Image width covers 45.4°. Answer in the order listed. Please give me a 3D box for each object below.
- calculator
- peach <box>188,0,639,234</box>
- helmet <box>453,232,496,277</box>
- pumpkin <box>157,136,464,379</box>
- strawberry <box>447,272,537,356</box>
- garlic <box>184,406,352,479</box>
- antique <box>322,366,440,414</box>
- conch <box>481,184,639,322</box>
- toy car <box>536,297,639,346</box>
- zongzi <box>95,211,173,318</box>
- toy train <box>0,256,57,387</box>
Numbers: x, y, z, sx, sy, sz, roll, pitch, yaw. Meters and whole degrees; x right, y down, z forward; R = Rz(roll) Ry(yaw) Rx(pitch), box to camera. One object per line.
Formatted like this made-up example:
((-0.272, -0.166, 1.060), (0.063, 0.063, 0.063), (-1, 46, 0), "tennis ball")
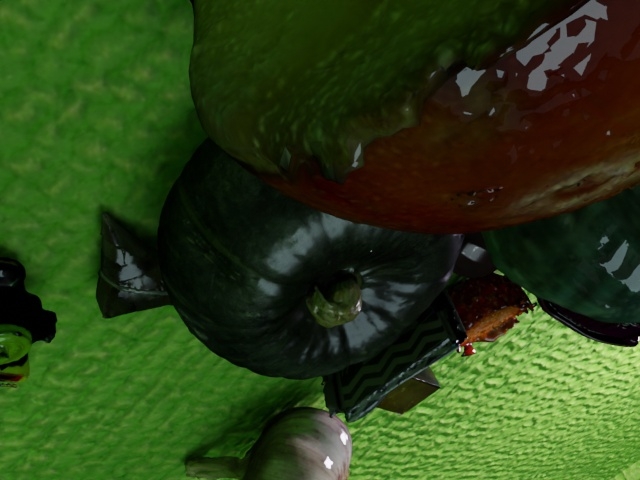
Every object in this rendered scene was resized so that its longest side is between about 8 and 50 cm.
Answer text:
((0.069, 0.090, 0.869), (0.165, 0.274, 0.028), (-36, 108, 11), "calculator")
((0.114, -0.169, 0.476), (0.416, 0.339, 0.353), (-18, 130, -15), "peach")
((0.194, 0.007, 0.990), (0.123, 0.070, 0.098), (7, 131, -42), "helmet")
((0.000, 0.000, 0.728), (0.300, 0.207, 0.300), (-16, 133, -17), "pumpkin")
((0.234, 0.100, 1.115), (0.145, 0.086, 0.145), (-14, 145, -11), "strawberry")
((-0.086, 0.356, 1.150), (0.253, 0.245, 0.245), (13, 143, 11), "garlic")
((0.081, 0.190, 1.127), (0.081, 0.080, 0.221), (-41, 144, 18), "antique")
((0.274, -0.035, 0.643), (0.277, 0.195, 0.220), (-18, 124, 43), "conch")
((0.456, -0.013, 1.027), (0.271, 0.240, 0.340), (31, 143, -21), "toy car")
((-0.168, 0.017, 0.771), (0.109, 0.055, 0.119), (-8, 129, -31), "zongzi")
((-0.378, 0.069, 0.648), (0.160, 0.101, 0.296), (-38, 145, 24), "toy train")
